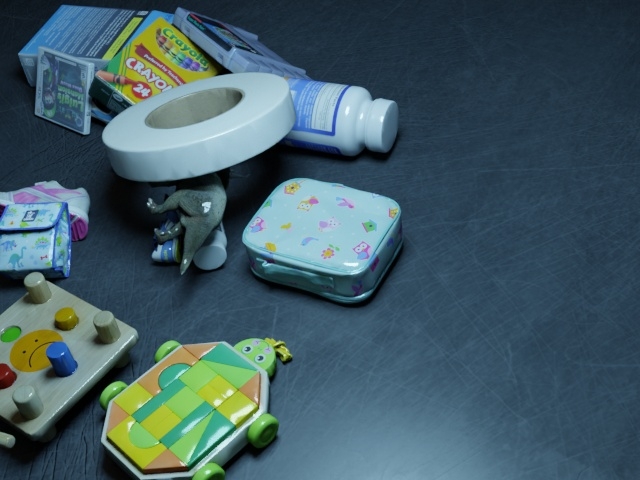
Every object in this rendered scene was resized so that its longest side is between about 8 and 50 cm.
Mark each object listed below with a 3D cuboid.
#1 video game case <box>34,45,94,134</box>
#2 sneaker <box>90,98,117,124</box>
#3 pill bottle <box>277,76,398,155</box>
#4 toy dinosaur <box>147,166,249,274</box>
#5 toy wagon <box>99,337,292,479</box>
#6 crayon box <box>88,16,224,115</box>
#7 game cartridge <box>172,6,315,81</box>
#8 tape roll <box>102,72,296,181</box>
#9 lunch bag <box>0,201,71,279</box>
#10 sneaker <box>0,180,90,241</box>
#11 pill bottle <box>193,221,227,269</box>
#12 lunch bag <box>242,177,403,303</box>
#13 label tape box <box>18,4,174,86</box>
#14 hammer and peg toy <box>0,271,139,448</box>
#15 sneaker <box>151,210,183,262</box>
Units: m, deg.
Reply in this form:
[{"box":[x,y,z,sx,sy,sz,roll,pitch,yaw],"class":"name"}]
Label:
[{"box":[-0.621,-0.364,2.124,0.190,0.173,0.022,22,24,30],"class":"video game case"},{"box":[-0.554,-0.339,2.143,0.237,0.086,0.085,17,51,28],"class":"sneaker"},{"box":[0.025,-0.267,1.915,0.272,0.152,0.152,12,47,21],"class":"pill bottle"},{"box":[-0.239,-0.075,1.667,0.160,0.121,0.313,-15,37,12],"class":"toy dinosaur"},{"box":[-0.192,0.259,1.457,0.267,0.068,0.344,31,56,34],"class":"toy wagon"},{"box":[-0.376,-0.400,2.108,0.202,0.081,0.318,37,52,-5],"class":"crayon box"},{"box":[-0.190,-0.462,2.139,0.230,0.068,0.355,13,22,-46],"class":"game cartridge"},{"box":[-0.241,-0.235,1.759,0.392,0.072,0.392,-12,28,6],"class":"tape roll"},{"box":[-0.570,-0.004,1.750,0.129,0.096,0.151,-2,72,6],"class":"lunch bag"},{"box":[-0.597,-0.069,1.863,0.252,0.103,0.111,8,44,6],"class":"sneaker"},{"box":[-0.228,-0.011,1.742,0.078,0.078,0.137,-14,43,-5],"class":"pill bottle"},{"box":[0.000,0.000,1.669,0.279,0.108,0.224,14,53,25],"class":"lunch bag"},{"box":[-0.567,-0.501,2.300,0.348,0.115,0.249,8,46,13],"class":"label tape box"},{"box":[-0.514,0.235,1.498,0.266,0.127,0.361,22,52,27],"class":"hammer and peg toy"},{"box":[-0.311,-0.012,1.777,0.059,0.053,0.144,-10,42,3],"class":"sneaker"}]
